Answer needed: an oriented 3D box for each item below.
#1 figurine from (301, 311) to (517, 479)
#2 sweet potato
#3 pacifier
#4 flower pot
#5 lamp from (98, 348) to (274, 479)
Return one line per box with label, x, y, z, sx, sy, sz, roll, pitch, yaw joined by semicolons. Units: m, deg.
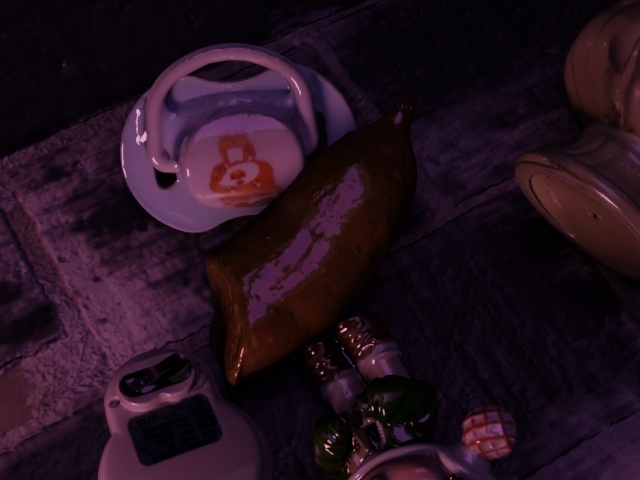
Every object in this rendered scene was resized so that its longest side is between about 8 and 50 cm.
figurine;0.083;0.244;1.278;0.281;0.167;0.370;-38;51;17
sweet potato;0.000;0.000;1.389;0.369;0.158;0.158;-44;69;-8
pacifier;-0.099;-0.135;1.500;0.278;0.227;0.207;-6;21;-5
flower pot;0.378;-0.102;1.422;0.307;0.307;0.244;40;82;20
lamp;-0.145;0.229;1.305;0.179;0.108;0.246;-15;60;-15
